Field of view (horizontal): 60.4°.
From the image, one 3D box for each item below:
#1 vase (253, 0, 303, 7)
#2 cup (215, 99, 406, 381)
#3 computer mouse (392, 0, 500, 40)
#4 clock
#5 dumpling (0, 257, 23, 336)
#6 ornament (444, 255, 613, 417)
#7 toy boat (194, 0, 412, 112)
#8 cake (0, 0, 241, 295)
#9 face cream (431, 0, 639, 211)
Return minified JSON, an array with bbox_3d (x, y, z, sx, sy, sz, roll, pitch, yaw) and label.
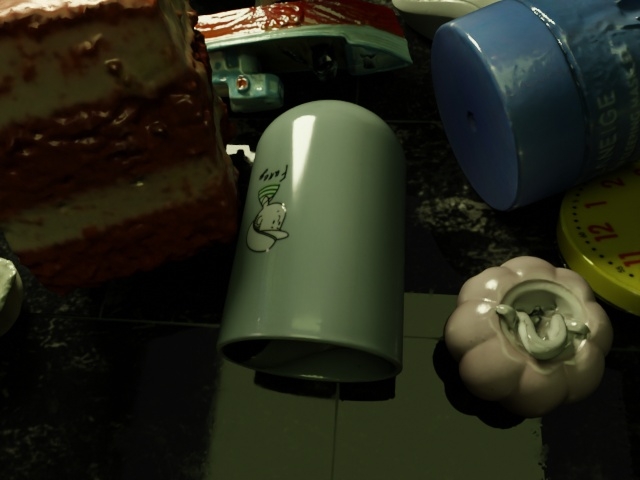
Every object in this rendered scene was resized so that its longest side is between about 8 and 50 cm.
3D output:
[{"bbox_3d":[-0.075,-0.463,0.786,0.164,0.360,0.165,-2,67,5],"label":"vase"},{"bbox_3d":[0.000,0.000,0.664,0.205,0.205,0.313,3,65,6],"label":"cup"},{"bbox_3d":[0.250,-0.375,0.852,0.184,0.121,0.297,-40,70,-11],"label":"computer mouse"},{"bbox_3d":[0.436,-0.020,0.651,0.293,0.071,0.277,-14,42,-1],"label":"clock"},{"bbox_3d":[-0.467,0.093,0.725,0.176,0.092,0.150,-6,65,2],"label":"dumpling"},{"bbox_3d":[0.232,0.105,0.619,0.177,0.177,0.178,-2,66,4],"label":"ornament"},{"bbox_3d":[-0.031,-0.269,0.825,0.331,0.145,0.133,-5,89,6],"label":"toy boat"},{"bbox_3d":[-0.253,-0.149,0.652,0.269,0.320,0.270,-16,39,-2],"label":"cake"},{"bbox_3d":[0.288,-0.188,0.688,0.224,0.249,0.249,-23,66,1],"label":"face cream"}]
